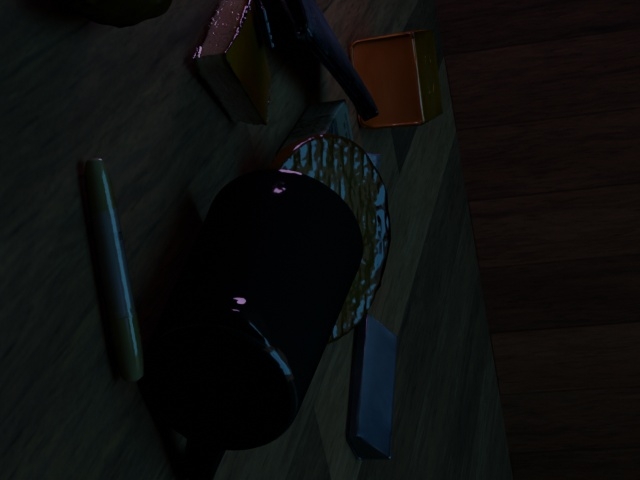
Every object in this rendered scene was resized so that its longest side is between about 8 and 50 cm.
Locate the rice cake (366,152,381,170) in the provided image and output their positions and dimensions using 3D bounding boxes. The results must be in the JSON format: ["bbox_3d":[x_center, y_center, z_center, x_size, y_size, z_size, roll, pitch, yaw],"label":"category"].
[{"bbox_3d":[0.017,-0.005,1.818,0.106,0.050,0.297,20,81,-50],"label":"rice cake"}]

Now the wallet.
[{"bbox_3d":[0.000,-0.341,1.963,0.190,0.046,0.379,64,8,22],"label":"wallet"}]

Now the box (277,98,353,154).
[{"bbox_3d":[0.004,-0.119,1.957,0.256,0.069,0.164,-64,145,-63],"label":"box"}]

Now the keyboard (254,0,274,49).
[{"bbox_3d":[-0.085,-0.328,1.703,0.204,0.013,0.061,-106,-179,-68],"label":"keyboard"}]

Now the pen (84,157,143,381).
[{"bbox_3d":[-0.210,0.031,1.195,0.040,0.032,0.233,-148,-131,-80],"label":"pen"}]

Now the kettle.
[{"bbox_3d":[-0.097,0.096,1.374,0.203,0.262,0.308,41,34,-14],"label":"kettle"}]

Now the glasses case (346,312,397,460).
[{"bbox_3d":[0.086,0.272,2.172,0.105,0.056,0.266,39,42,-35],"label":"glasses case"}]

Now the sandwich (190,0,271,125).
[{"bbox_3d":[-0.112,-0.222,1.593,0.193,0.058,0.162,-77,157,-56],"label":"sandwich"}]

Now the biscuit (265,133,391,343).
[{"bbox_3d":[0.000,0.000,1.727,0.318,0.040,0.317,-8,100,-50],"label":"biscuit"}]

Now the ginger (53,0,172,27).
[{"bbox_3d":[-0.218,-0.276,1.155,0.133,0.107,0.309,62,14,8],"label":"ginger"}]

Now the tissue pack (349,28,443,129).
[{"bbox_3d":[0.166,-0.343,2.499,0.274,0.145,0.194,-35,116,-72],"label":"tissue pack"}]
